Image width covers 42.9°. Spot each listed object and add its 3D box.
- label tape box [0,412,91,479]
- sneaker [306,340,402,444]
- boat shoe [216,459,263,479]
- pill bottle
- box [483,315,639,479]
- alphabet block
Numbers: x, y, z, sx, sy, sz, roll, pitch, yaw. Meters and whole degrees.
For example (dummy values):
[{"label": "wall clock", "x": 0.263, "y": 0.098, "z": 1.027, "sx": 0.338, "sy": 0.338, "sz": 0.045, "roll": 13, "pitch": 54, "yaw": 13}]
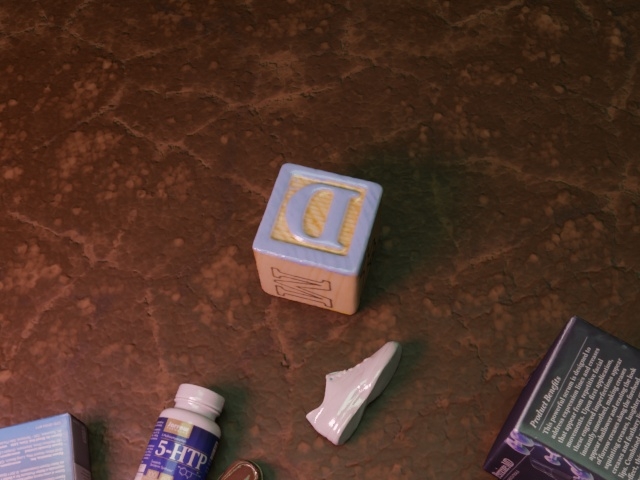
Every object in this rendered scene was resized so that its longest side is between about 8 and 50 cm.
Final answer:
[{"label": "label tape box", "x": -0.499, "y": 0.476, "z": 1.326, "sx": 0.241, "sy": 0.106, "sz": 0.333, "roll": -11, "pitch": 64, "yaw": -4}, {"label": "sneaker", "x": 0.058, "y": 0.251, "z": 1.441, "sx": 0.094, "sy": 0.080, "sz": 0.212, "roll": 30, "pitch": 69, "yaw": 28}, {"label": "boat shoe", "x": -0.170, "y": 0.474, "z": 1.322, "sx": 0.095, "sy": 0.095, "sz": 0.257, "roll": 22, "pitch": 67, "yaw": 12}, {"label": "pill bottle", "x": -0.232, "y": 0.345, "z": 1.379, "sx": 0.112, "sy": 0.112, "sz": 0.186, "roll": 14, "pitch": 65, "yaw": 9}, {"label": "box", "x": 0.491, "y": 0.340, "z": 1.256, "sx": 0.395, "sy": 0.293, "sz": 0.212, "roll": 29, "pitch": 68, "yaw": 15}, {"label": "alphabet block", "x": 0.000, "y": 0.000, "z": 1.494, "sx": 0.193, "sy": 0.197, "sz": 0.192, "roll": 16, "pitch": 65, "yaw": 9}]
